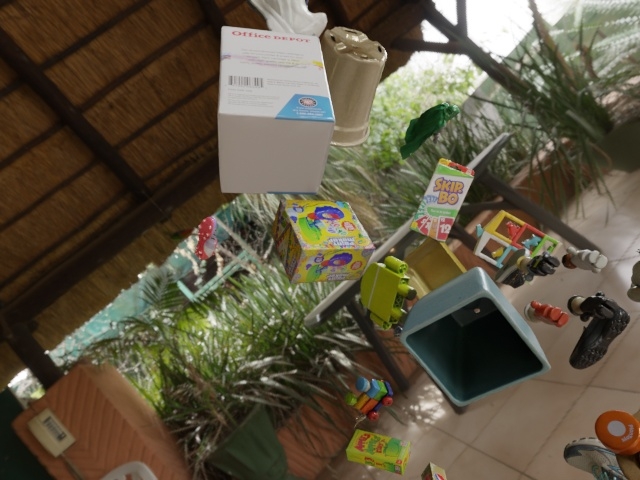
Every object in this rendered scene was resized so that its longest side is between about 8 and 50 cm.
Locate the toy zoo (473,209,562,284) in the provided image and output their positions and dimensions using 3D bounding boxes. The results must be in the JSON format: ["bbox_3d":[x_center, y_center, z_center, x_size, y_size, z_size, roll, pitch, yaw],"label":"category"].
[{"bbox_3d":[0.712,0.017,1.549,0.192,0.293,0.030,-60,0,15],"label":"toy zoo"}]

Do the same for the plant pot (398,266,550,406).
[{"bbox_3d":[0.384,0.212,1.066,0.248,0.247,0.252,-37,8,28],"label":"plant pot"}]

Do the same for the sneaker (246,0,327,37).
[{"bbox_3d":[-0.099,-0.557,0.945,0.129,0.297,0.111,-37,2,12],"label":"sneaker"}]

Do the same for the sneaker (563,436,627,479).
[{"bbox_3d":[0.737,0.572,0.995,0.283,0.110,0.122,-3,35,44],"label":"sneaker"}]

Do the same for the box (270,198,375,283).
[{"bbox_3d":[0.000,0.000,1.565,0.290,0.279,0.177,-1,-47,-26],"label":"box"}]

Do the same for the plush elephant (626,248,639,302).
[{"bbox_3d":[1.034,0.152,1.163,0.330,0.255,0.272,17,-44,-37],"label":"plush elephant"}]

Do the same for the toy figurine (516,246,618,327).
[{"bbox_3d":[0.667,0.127,1.143,0.213,0.209,0.148,-10,-5,-3],"label":"toy figurine"}]

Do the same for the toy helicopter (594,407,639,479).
[{"bbox_3d":[0.745,0.366,0.787,0.355,0.140,0.235,-44,23,4],"label":"toy helicopter"}]

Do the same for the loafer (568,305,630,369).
[{"bbox_3d":[0.810,0.283,1.225,0.223,0.076,0.078,-63,15,18],"label":"loafer"}]

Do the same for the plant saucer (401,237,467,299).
[{"bbox_3d":[0.537,0.169,1.864,0.081,0.333,0.332,-26,-16,-32],"label":"plant saucer"}]

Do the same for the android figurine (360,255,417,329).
[{"bbox_3d":[0.226,0.179,1.454,0.273,0.056,0.248,28,108,60],"label":"android figurine"}]

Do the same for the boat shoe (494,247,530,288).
[{"bbox_3d":[0.698,0.099,1.457,0.183,0.083,0.065,111,-176,-51],"label":"boat shoe"}]

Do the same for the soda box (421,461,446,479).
[{"bbox_3d":[0.370,0.800,1.324,0.061,0.058,0.181,-62,-2,10],"label":"soda box"}]

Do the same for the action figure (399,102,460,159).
[{"bbox_3d":[0.310,-0.321,1.168,0.232,0.064,0.137,156,124,-71],"label":"action figure"}]

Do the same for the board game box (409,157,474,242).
[{"bbox_3d":[0.403,-0.134,1.373,0.039,0.124,0.259,11,-77,-84],"label":"board game box"}]

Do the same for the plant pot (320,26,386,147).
[{"bbox_3d":[0.073,-0.557,1.474,0.334,0.334,0.305,-40,-18,-41],"label":"plant pot"}]

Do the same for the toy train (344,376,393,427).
[{"bbox_3d":[0.152,0.635,1.610,0.248,0.143,0.105,-53,24,17],"label":"toy train"}]

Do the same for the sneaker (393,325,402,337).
[{"bbox_3d":[0.375,0.422,1.849,0.052,0.058,0.135,-65,19,-8],"label":"sneaker"}]

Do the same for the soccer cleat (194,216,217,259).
[{"bbox_3d":[-0.502,-0.013,1.873,0.095,0.083,0.248,-20,-36,-47],"label":"soccer cleat"}]

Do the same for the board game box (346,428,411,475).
[{"bbox_3d":[0.183,0.663,1.307,0.181,0.043,0.092,1,22,28],"label":"board game box"}]

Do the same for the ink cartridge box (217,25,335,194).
[{"bbox_3d":[-0.099,-0.256,0.827,0.198,0.270,0.197,1,-35,-11],"label":"ink cartridge box"}]
